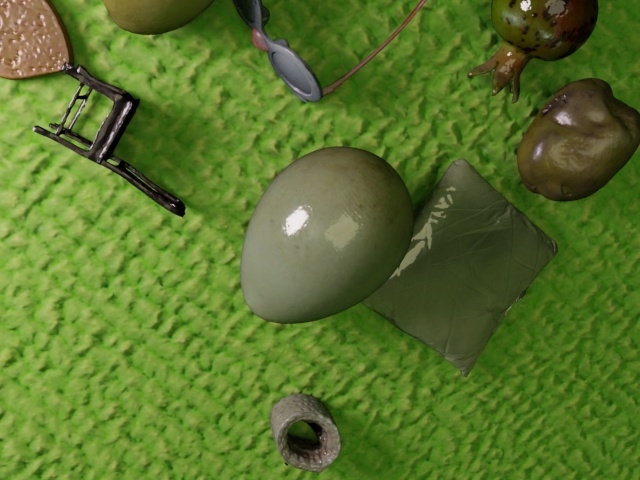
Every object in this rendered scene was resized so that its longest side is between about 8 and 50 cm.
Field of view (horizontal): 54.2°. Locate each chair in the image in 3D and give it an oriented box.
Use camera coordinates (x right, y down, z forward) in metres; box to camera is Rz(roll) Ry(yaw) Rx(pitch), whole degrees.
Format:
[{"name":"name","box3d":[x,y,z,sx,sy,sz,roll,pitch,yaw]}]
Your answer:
[{"name":"chair","box3d":[-0.269,-0.139,0.883,0.229,0.106,0.113,29,98,-16]}]

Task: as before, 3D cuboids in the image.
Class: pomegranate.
[{"name":"pomegranate","box3d":[0.315,-0.314,0.929,0.156,0.156,0.220,26,101,-15]}]

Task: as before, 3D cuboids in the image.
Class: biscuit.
[{"name":"biscuit","box3d":[-0.444,-0.301,0.854,0.220,0.029,0.142,19,99,-13]}]

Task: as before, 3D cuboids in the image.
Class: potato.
[{"name":"potato","box3d":[0.407,-0.153,0.990,0.154,0.137,0.200,39,94,15]}]

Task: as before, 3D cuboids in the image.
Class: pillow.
[{"name":"pillow","box3d":[0.229,0.049,1.028,0.274,0.076,0.281,36,91,-26]}]

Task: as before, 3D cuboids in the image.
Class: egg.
[{"name":"egg","box3d":[0.000,0.000,0.906,0.218,0.218,0.295,38,106,-16]}]

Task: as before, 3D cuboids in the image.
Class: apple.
[{"name":"apple","box3d":[-0.215,-0.363,0.801,0.200,0.200,0.200,-2,103,-10]}]

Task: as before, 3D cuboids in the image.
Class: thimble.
[{"name":"thimble","box3d":[-0.026,0.315,1.035,0.102,0.090,0.115,-33,104,-5]}]

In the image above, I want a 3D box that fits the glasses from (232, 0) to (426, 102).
[{"name":"glasses","box3d":[0.016,-0.355,0.900,0.268,0.118,0.234,-36,104,-11]}]
